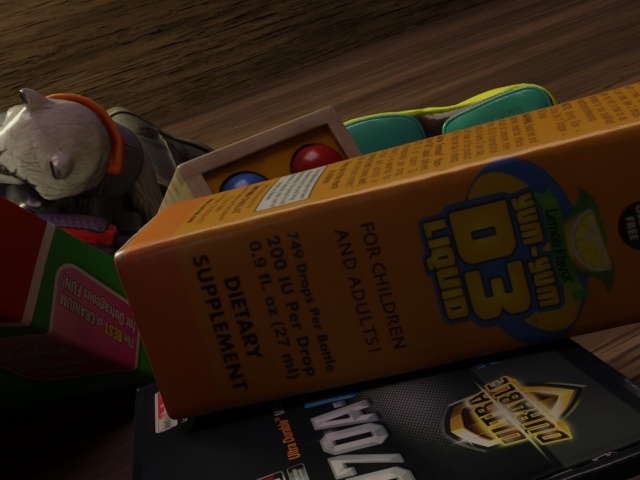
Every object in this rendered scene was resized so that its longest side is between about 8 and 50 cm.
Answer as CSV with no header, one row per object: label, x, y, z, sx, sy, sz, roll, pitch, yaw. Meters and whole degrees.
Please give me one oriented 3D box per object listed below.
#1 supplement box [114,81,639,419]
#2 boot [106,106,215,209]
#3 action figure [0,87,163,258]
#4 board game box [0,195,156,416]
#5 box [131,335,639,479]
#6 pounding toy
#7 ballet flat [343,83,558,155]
supplement box,0.045,0.002,0.427,0.233,0.078,0.080,-15,12,10
boot,-0.148,-0.056,1.134,0.189,0.076,0.208,24,11,-30
action figure,-0.266,-0.037,0.862,0.341,0.178,0.330,8,-17,-25
board game box,-0.264,0.030,0.582,0.242,0.064,0.316,-13,-25,23
box,0.018,0.083,0.410,0.175,0.051,0.220,-18,12,-4
pounding toy,0.000,0.000,0.641,0.130,0.141,0.100,-25,-14,-27
ballet flat,0.106,-0.086,0.994,0.231,0.077,0.077,-14,-8,6
